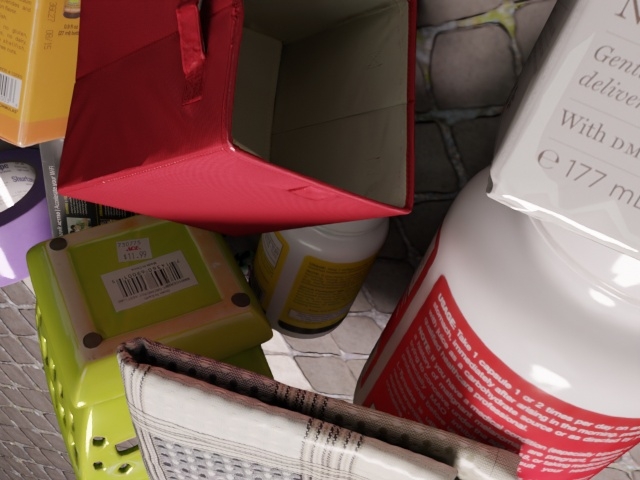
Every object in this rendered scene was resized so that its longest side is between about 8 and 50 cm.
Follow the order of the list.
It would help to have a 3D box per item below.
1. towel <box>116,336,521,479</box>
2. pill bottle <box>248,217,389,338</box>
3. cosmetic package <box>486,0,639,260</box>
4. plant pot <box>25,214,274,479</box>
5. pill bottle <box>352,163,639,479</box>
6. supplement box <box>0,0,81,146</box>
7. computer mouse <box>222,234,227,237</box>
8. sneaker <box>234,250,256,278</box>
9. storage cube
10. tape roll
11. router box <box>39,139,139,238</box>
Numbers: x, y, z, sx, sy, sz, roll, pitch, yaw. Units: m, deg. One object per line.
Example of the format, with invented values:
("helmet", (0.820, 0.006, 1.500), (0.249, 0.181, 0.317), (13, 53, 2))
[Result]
("towel", (-0.013, 0.228, 0.629), (0.324, 0.056, 0.312), (15, 138, 8))
("pill bottle", (0.000, 0.000, 0.725), (0.119, 0.119, 0.209), (28, 140, 5))
("cosmetic package", (0.246, -0.163, 0.278), (0.217, 0.156, 0.385), (24, 116, 6))
("plant pot", (-0.178, 0.100, 0.756), (0.227, 0.228, 0.207), (57, 153, 35))
("pill bottle", (0.182, 0.077, 0.600), (0.229, 0.229, 0.408), (27, 140, 7))
("supplement box", (-0.259, -0.209, 0.648), (0.080, 0.078, 0.234), (26, 113, 14))
("computer mouse", (-0.144, -0.002, 0.884), (0.071, 0.041, 0.242), (15, 143, 3))
("sneaker", (-0.069, 0.047, 0.876), (0.098, 0.038, 0.069), (-2, 128, 34))
("storage cube", (-0.058, -0.112, 0.542), (0.193, 0.184, 0.215), (-7, 166, 40))
("tape roll", (-0.401, -0.031, 0.895), (0.188, 0.189, 0.080), (9, 133, 25))
("router box", (-0.238, -0.067, 0.803), (0.133, 0.046, 0.179), (3, 126, -7))
